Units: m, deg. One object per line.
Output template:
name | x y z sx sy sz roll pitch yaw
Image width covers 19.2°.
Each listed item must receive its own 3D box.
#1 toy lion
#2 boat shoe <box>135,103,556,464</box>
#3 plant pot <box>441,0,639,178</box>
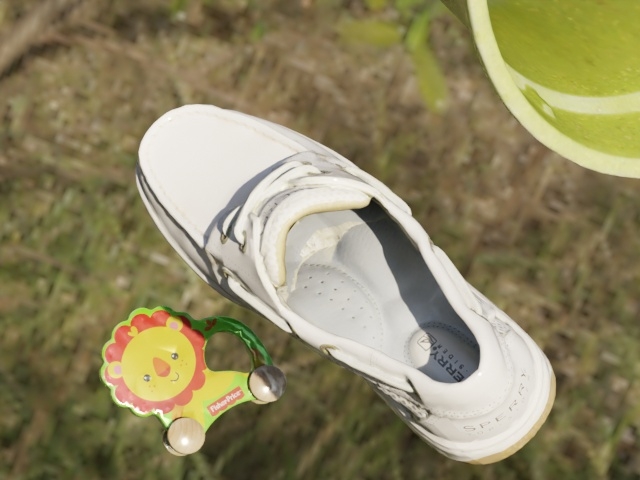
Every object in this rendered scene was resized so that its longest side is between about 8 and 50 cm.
toy lion | -0.086 0.081 1.199 0.096 0.100 0.034 59 -14 0
boat shoe | 0.000 0.000 0.948 0.277 0.098 0.096 35 -8 30
plant pot | 0.141 -0.206 1.046 0.276 0.276 0.254 14 15 -31
